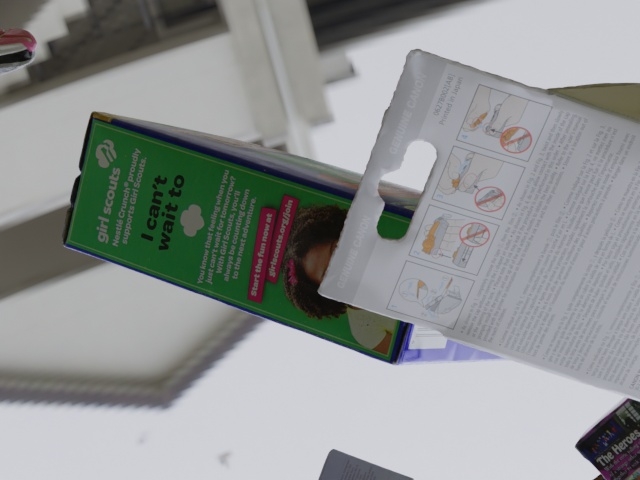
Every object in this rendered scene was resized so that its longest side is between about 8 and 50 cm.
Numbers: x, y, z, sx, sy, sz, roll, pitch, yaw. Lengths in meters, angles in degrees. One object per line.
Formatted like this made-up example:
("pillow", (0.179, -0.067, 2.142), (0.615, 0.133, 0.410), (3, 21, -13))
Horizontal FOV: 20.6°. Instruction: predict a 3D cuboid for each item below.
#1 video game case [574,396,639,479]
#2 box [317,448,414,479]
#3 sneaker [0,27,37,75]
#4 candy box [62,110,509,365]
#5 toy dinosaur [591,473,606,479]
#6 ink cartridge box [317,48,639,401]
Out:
("video game case", (0.327, 0.144, 1.201), (0.232, 0.210, 0.042), (-46, 175, 26))
("box", (0.026, 0.272, 1.641), (0.087, 0.101, 0.102), (20, -138, 5))
("sneaker", (-0.298, -0.115, 1.427), (0.170, 0.075, 0.063), (-22, -163, 11))
("candy box", (0.000, 0.000, 1.417), (0.317, 0.122, 0.268), (16, -175, 29))
("toy dinosaur", (0.238, 0.159, 1.354), (0.090, 0.047, 0.082), (5, -118, 59))
("ink cartridge box", (0.132, -0.013, 0.995), (0.224, 0.181, 0.056), (19, -145, -2))
